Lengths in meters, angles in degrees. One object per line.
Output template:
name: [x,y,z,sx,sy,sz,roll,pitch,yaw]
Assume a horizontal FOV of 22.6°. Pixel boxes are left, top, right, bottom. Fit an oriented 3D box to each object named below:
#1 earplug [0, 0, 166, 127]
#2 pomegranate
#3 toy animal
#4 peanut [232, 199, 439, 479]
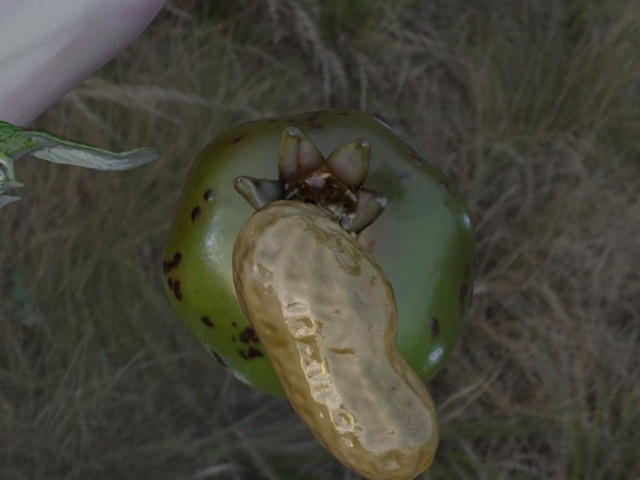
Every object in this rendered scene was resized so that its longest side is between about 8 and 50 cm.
earplug: [-0.261,-0.218,1.567,0.301,0.172,0.172,-35,79,1]
pomegranate: [0.003,0.023,1.406,0.290,0.323,0.291,-1,97,-5]
toy animal: [-0.236,-0.062,1.316,0.216,0.041,0.075,9,54,-18]
peanut: [0.014,0.074,1.157,0.095,0.108,0.226,-28,93,-55]
